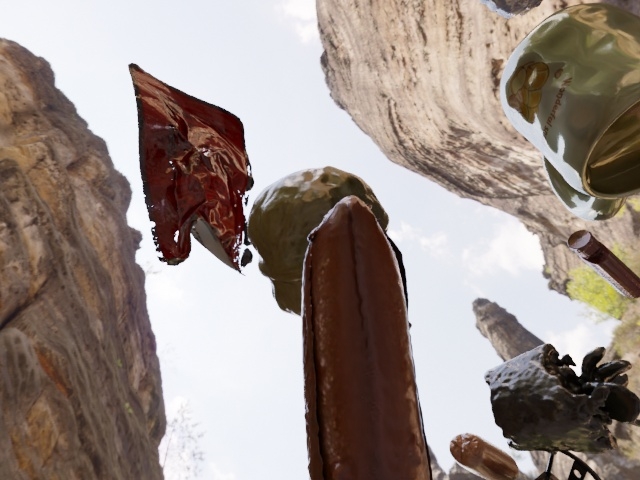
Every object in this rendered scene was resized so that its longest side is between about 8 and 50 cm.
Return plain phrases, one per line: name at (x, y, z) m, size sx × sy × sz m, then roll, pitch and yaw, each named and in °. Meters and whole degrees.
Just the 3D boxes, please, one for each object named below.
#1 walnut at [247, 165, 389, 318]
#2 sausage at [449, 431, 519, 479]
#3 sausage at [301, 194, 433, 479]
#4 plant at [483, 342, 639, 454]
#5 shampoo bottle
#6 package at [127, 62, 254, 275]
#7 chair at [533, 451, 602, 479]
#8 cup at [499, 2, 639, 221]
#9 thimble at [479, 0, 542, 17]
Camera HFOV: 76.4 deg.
walnut at (0.000, 0.002, 0.817) m, size 0.277 × 0.253 × 0.282 m, roll -36°, pitch -40°, yaw -35°
sausage at (0.412, 0.544, 1.010) m, size 0.086 × 0.086 × 0.289 m, roll -46°, pitch -54°, yaw 4°
sausage at (0.033, 0.125, 0.324) m, size 0.102 × 0.102 × 0.331 m, roll 0°, pitch -108°, yaw -11°
plant at (0.499, 0.323, 0.843) m, size 0.276 × 0.188 × 0.199 m, roll -23°, pitch -62°, yaw 30°
shampoo bottle at (0.911, 0.074, 1.299) m, size 0.314 × 0.118 × 0.076 m, roll 33°, pitch -65°, yaw -21°
package at (-0.154, -0.087, 0.532) m, size 0.071 × 0.194 × 0.270 m, roll -14°, pitch -109°, yaw 25°
chair at (0.569, 0.648, 0.977) m, size 0.141 × 0.154 × 0.260 m, roll -21°, pitch -60°, yaw -23°
cup at (0.363, -0.157, 0.524) m, size 0.173 × 0.202 × 0.255 m, roll -36°, pitch -47°, yaw 23°
thimble at (0.349, -0.538, 0.738) m, size 0.236 × 0.205 × 0.172 m, roll 28°, pitch -37°, yaw -24°
